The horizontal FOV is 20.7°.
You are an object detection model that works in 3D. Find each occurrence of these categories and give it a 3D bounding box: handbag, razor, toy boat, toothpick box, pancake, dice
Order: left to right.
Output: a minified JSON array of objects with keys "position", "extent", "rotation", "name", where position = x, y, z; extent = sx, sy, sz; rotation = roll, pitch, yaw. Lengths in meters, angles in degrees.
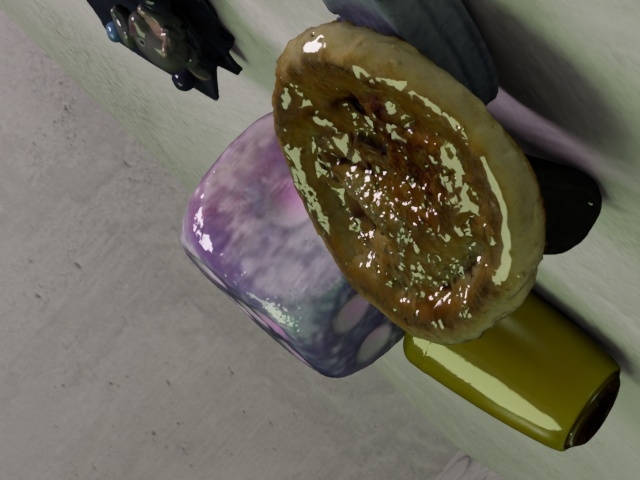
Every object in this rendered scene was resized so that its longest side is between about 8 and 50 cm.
[{"position":[-0.239,-0.316,2.345],"extent":[0.269,0.118,0.325],"rotation":[36,173,28],"name":"handbag"},{"position":[0.000,0.000,2.334],"extent":[0.270,0.270,0.271],"rotation":[38,172,27],"name":"dice"},{"position":[0.068,-0.050,1.626],"extent":[0.356,0.065,0.356],"rotation":[42,151,30],"name":"pancake"},{"position":[0.084,-0.195,1.595],"extent":[0.127,0.078,0.283],"rotation":[30,166,40],"name":"toy boat"},{"position":[0.115,-0.078,1.794],"extent":[0.204,0.113,0.349],"rotation":[8,-163,-43],"name":"razor"},{"position":[0.261,0.156,2.327],"extent":[0.271,0.175,0.175],"rotation":[34,170,20],"name":"toothpick box"}]
